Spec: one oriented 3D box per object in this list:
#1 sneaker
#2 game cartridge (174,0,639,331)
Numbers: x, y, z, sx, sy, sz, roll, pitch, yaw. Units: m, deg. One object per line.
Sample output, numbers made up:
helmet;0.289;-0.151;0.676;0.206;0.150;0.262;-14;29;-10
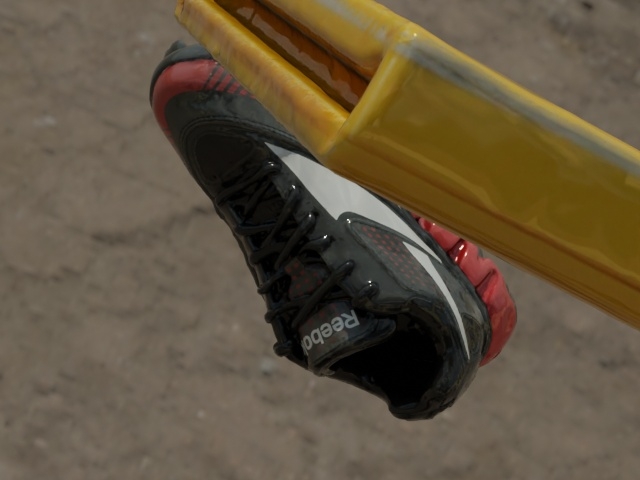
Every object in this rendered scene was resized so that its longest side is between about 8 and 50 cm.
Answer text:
sneaker;0.000;0.000;1.096;0.276;0.097;0.135;45;36;-14
game cartridge;0.114;-0.004;0.683;0.323;0.053;0.285;29;7;-19
